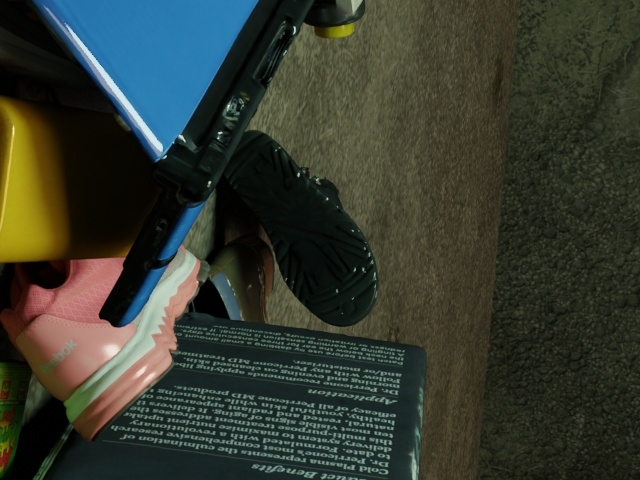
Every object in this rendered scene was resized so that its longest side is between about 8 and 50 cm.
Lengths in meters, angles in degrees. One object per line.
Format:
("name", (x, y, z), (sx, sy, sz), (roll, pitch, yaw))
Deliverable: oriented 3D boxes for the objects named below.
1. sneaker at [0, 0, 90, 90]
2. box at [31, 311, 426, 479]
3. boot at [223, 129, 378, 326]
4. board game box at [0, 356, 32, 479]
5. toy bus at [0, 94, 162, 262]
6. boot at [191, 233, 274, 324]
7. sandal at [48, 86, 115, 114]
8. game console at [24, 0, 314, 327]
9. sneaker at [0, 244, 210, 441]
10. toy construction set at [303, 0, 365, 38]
("sneaker", (-0.212, -0.204, 0.981), (0.321, 0.125, 0.180), (30, 72, -73))
("box", (-0.082, 0.368, 1.335), (0.472, 0.298, 0.479), (-67, 163, -72))
("boot", (0.000, 0.000, 1.716), (0.094, 0.246, 0.207), (-38, 161, 5))
("board game box", (-0.272, 0.128, 1.130), (0.181, 0.043, 0.092), (19, 82, -74))
("toy bus", (-0.220, -0.043, 1.041), (0.333, 0.130, 0.108), (-1, 101, -74))
("boot", (-0.099, 0.111, 1.695), (0.106, 0.082, 0.219), (-28, 118, -58))
("sandal", (-0.181, -0.129, 1.257), (0.097, 0.054, 0.254), (-21, 142, -26))
("game console", (-0.116, -0.135, 1.075), (0.250, 0.173, 0.293), (-55, -173, 44))
("sneaker", (-0.179, 0.035, 1.276), (0.116, 0.136, 0.314), (-43, -167, 12))
("toy construction set", (-0.053, -0.281, 1.283), (0.309, 0.237, 0.257), (-6, 106, -73))
